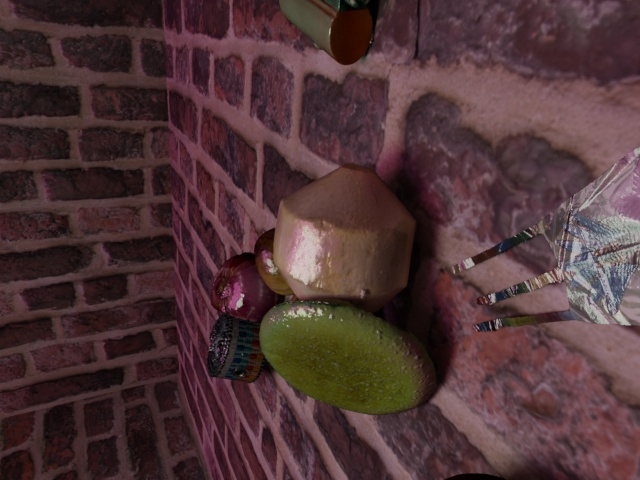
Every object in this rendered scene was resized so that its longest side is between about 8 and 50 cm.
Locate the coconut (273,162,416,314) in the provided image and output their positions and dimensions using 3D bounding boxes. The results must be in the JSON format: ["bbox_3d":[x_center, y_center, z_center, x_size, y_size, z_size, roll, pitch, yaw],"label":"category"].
[{"bbox_3d":[0.037,-0.004,0.698,0.197,0.236,0.237,-63,-25,-73],"label":"coconut"}]

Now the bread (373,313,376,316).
[{"bbox_3d":[0.067,0.170,0.834,0.119,0.067,0.193,-28,73,52],"label":"bread"}]

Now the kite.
[{"bbox_3d":[0.262,0.021,0.482,0.310,0.015,0.170,-28,72,59],"label":"kite"}]

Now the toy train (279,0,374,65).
[{"bbox_3d":[0.003,-0.427,0.788,0.177,0.116,0.285,92,153,-43],"label":"toy train"}]

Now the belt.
[{"bbox_3d":[-0.249,0.334,1.383,0.295,0.160,0.207,136,141,-57],"label":"belt"}]

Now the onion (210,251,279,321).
[{"bbox_3d":[-0.208,0.126,1.252,0.207,0.200,0.201,-161,66,-74],"label":"onion"}]

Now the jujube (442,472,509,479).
[{"bbox_3d":[0.216,0.392,0.442,0.318,0.223,0.223,27,120,48],"label":"jujube"}]

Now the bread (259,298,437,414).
[{"bbox_3d":[0.037,0.194,0.707,0.301,0.301,0.045,118,177,-48],"label":"bread"}]

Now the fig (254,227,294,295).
[{"bbox_3d":[-0.048,0.068,0.962,0.231,0.143,0.160,46,167,40],"label":"fig"}]

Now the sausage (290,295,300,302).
[{"bbox_3d":[-0.047,0.124,1.092,0.026,0.026,0.116,67,149,28],"label":"sausage"}]
